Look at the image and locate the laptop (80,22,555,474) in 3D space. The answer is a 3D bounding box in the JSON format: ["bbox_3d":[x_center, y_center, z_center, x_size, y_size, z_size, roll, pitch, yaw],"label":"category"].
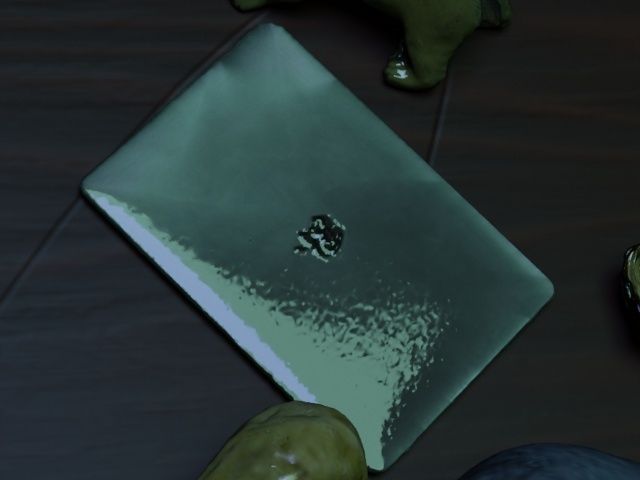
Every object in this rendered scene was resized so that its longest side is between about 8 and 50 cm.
[{"bbox_3d":[0.000,0.000,1.191,0.269,0.015,0.187,44,65,5],"label":"laptop"}]

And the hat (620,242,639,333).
[{"bbox_3d":[0.243,0.037,1.217,0.076,0.059,0.077,-22,61,13],"label":"hat"}]

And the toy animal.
[{"bbox_3d":[0.031,-0.186,1.228,0.218,0.101,0.103,27,66,-3],"label":"toy animal"}]

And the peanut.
[{"bbox_3d":[-0.057,0.186,1.058,0.103,0.098,0.229,29,63,35],"label":"peanut"}]

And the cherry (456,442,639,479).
[{"bbox_3d":[0.147,0.244,1.023,0.296,0.218,0.255,12,62,-25],"label":"cherry"}]
